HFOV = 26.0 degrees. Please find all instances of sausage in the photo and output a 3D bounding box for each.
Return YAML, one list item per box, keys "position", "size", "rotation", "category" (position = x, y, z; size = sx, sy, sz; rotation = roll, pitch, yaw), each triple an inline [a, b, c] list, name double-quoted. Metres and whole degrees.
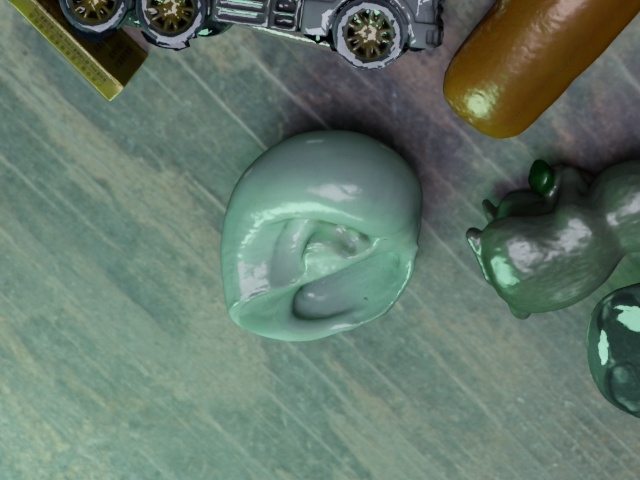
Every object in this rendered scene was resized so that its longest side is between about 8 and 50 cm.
- position: [0.194, -0.186, 1.135]
  size: [0.098, 0.098, 0.238]
  rotation: [36, 120, -9]
  category: "sausage"

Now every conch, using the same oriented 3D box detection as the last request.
- position: [0.002, -0.004, 1.246]
  size: [0.185, 0.121, 0.221]
  rotation: [36, 122, -7]
  category: "conch"

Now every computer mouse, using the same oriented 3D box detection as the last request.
- position: [0.402, 0.133, 1.270]
  size: [0.379, 0.090, 0.167]
  rotation: [33, 132, -20]
  category: "computer mouse"

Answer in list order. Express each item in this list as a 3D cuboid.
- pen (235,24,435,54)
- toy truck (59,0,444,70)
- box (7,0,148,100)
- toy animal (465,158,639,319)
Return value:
- position: [0.006, -0.191, 1.199]
  size: [0.197, 0.032, 0.053]
  rotation: [15, 117, 5]
  category: "pen"
- position: [-0.076, -0.237, 1.109]
  size: [0.367, 0.146, 0.175]
  rotation: [10, 103, 5]
  category: "toy truck"
- position: [-0.221, -0.196, 1.204]
  size: [0.022, 0.089, 0.156]
  rotation: [-39, 107, 22]
  category: "box"
- position: [0.251, -0.017, 1.207]
  size: [0.236, 0.108, 0.138]
  rotation: [-15, 107, 14]
  category: "toy animal"
